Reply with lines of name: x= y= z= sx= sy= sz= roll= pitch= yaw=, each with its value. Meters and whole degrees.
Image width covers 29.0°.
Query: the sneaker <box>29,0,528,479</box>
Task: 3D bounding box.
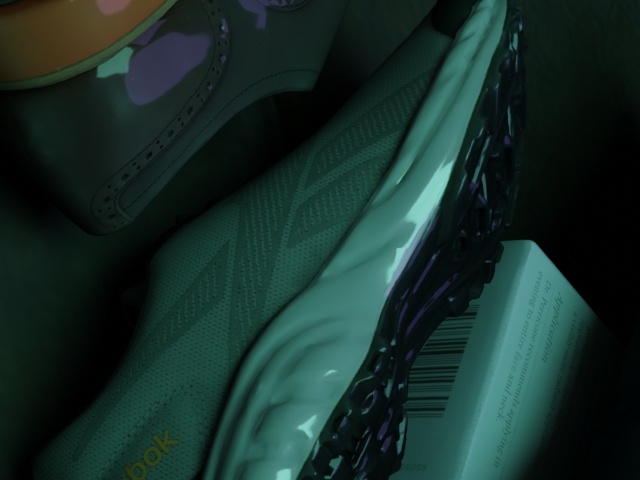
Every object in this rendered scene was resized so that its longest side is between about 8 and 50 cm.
sneaker: x=0.000 y=0.000 z=0.425 sx=0.271 sy=0.108 sz=0.100 roll=-58 pitch=153 yaw=-32

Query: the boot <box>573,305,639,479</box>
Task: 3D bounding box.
boot: x=0.240 y=0.136 z=0.529 sx=0.367 sy=0.146 sz=0.445 roll=61 pitch=41 yaw=-23

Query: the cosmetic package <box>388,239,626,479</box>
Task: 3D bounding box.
cosmetic package: x=0.102 y=0.113 z=0.533 sx=0.231 sy=0.085 sz=0.117 roll=47 pitch=52 yaw=-33

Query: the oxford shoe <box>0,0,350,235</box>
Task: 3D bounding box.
oxford shoe: x=-0.025 y=-0.112 z=0.450 sx=0.271 sy=0.097 sz=0.098 roll=-48 pitch=136 yaw=-33
